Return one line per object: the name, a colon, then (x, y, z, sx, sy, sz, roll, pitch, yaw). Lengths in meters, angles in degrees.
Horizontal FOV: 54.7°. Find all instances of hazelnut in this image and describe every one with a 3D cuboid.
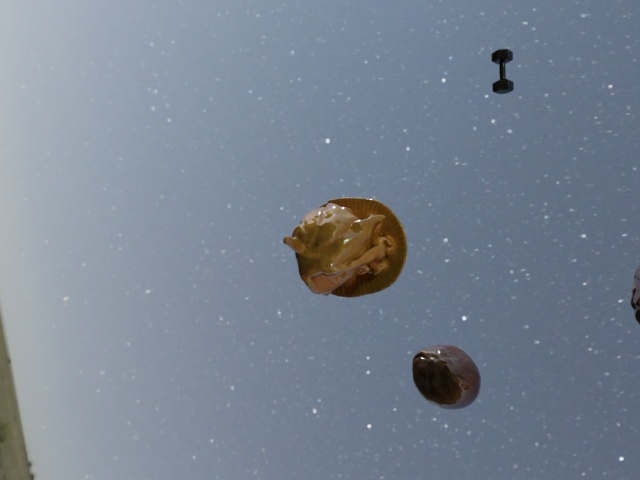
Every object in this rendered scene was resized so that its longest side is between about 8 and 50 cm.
hazelnut: (0.270, 0.289, 1.333, 0.154, 0.143, 0.143, 34, -52, 52)

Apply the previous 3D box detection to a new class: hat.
hat: (0.000, 0.000, 1.190, 0.233, 0.233, 0.244, -42, -117, 25)

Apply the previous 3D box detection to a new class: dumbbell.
dumbbell: (0.346, -0.320, 1.175, 0.036, 0.040, 0.083, 23, 66, -78)

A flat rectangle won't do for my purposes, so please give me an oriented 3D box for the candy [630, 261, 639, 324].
candy: (0.636, 0.056, 0.999, 0.214, 0.289, 0.157, 37, -18, 24)
